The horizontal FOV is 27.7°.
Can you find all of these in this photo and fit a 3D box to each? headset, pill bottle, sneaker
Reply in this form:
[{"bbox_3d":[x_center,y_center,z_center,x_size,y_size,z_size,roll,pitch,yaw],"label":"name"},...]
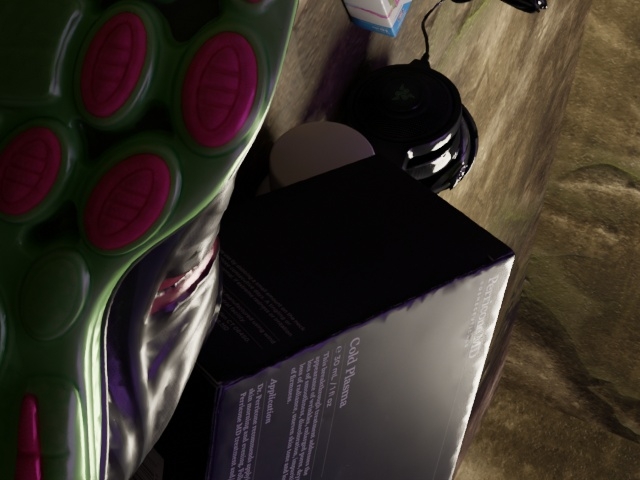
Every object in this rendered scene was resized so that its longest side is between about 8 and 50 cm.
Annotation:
[{"bbox_3d":[0.135,-0.123,1.509,0.243,0.185,0.394,31,72,-75],"label":"headset"},{"bbox_3d":[0.000,0.000,1.310,0.136,0.136,0.245,-57,161,-35],"label":"pill bottle"},{"bbox_3d":[-0.144,-0.006,0.814,0.482,0.185,0.202,-65,176,19],"label":"sneaker"}]

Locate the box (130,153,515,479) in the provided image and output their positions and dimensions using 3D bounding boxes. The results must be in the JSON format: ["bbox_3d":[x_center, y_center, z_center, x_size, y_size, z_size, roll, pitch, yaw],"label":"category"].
[{"bbox_3d":[-0.032,0.144,1.124,0.312,0.179,0.343,-20,136,-36],"label":"box"}]

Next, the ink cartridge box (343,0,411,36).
[{"bbox_3d":[0.062,-0.272,1.317,0.088,0.052,0.122,-66,163,-7],"label":"ink cartridge box"}]
